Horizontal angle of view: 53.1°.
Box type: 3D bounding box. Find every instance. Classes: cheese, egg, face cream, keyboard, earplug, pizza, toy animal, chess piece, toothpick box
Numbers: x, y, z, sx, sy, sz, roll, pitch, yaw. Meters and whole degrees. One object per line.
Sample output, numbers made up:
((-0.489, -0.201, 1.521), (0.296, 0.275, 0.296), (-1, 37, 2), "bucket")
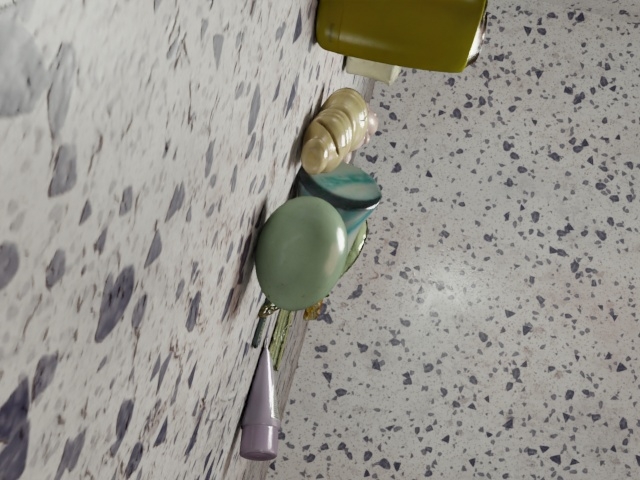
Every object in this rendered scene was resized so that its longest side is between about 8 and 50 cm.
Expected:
((0.171, -0.587, 1.688), (0.292, 0.153, 0.332), (99, 5, -59), "cheese")
((-0.032, 0.021, 1.056), (0.149, 0.149, 0.192), (-13, 121, -86), "egg")
((-0.141, 0.388, 1.564), (0.154, 0.096, 0.274), (95, -3, -56), "face cream")
((-0.117, 0.147, 1.395), (0.055, 0.014, 0.176), (105, 2, -71), "keyboard")
((0.000, 0.000, 1.444), (0.185, 0.185, 0.324), (-70, 180, -54), "earplug")
((-0.015, 0.132, 2.372), (0.226, 0.086, 0.336), (73, 31, -75), "pizza")
((0.070, -0.296, 1.811), (0.212, 0.124, 0.124), (-50, 166, -25), "toy animal")
((0.018, -0.206, 1.317), (0.139, 0.124, 0.307), (-40, -170, 28), "chess piece")
((0.140, -0.378, 1.071), (0.175, 0.271, 0.175), (15, 90, -87), "toothpick box")

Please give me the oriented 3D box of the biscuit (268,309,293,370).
((-0.109, 0.259, 1.784), (0.121, 0.040, 0.200), (86, 17, -72), "biscuit")

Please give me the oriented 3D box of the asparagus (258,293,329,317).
((-0.055, 0.131, 1.406), (0.236, 0.034, 0.027), (-11, 155, -47), "asparagus")

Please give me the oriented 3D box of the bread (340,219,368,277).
((0.017, 0.021, 1.697), (0.267, 0.040, 0.267), (-36, -148, 28), "bread")
